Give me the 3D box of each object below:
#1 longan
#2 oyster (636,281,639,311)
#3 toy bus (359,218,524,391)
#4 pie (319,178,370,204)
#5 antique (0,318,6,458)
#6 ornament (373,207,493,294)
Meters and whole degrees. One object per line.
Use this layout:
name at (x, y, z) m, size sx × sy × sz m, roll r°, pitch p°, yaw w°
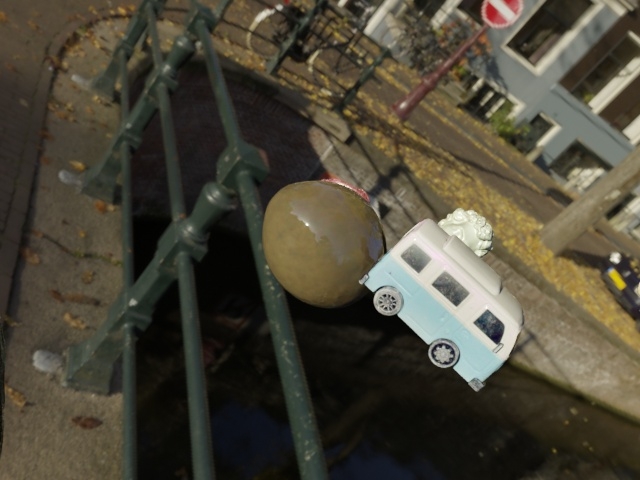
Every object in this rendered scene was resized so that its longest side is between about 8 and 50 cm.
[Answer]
longan at (0.000, 0.000, 1.178) m, size 0.248 × 0.248 × 0.248 m, roll 32°, pitch 28°, yaw -19°
oyster at (0.670, 0.058, 1.162) m, size 0.083 × 0.223 × 0.214 m, roll 43°, pitch 66°, yaw -26°
toy bus at (0.100, 0.045, 0.514) m, size 0.123 × 0.075 × 0.060 m, roll 43°, pitch 25°, yaw 4°
pie at (0.047, -0.076, 1.477) m, size 0.153 × 0.153 × 0.038 m, roll 39°, pitch 53°, yaw -6°
antique at (-0.500, 0.188, 0.902) m, size 0.143 × 0.121 × 0.257 m, roll -2°, pitch 48°, yaw -18°
ornament at (0.232, 0.037, 1.426) m, size 0.120 × 0.285 × 0.130 m, roll 58°, pitch 4°, yaw -20°
